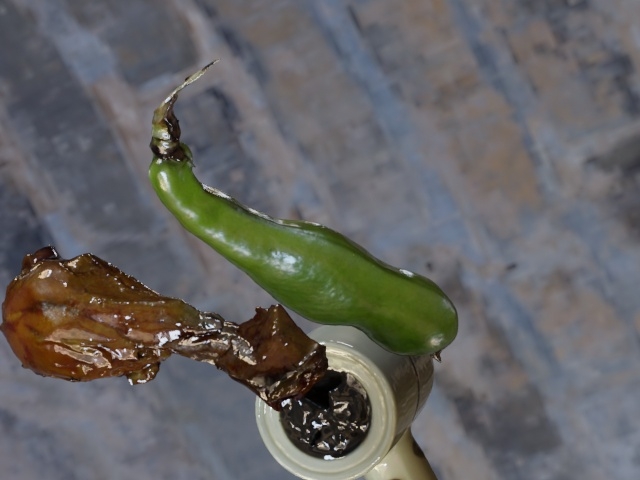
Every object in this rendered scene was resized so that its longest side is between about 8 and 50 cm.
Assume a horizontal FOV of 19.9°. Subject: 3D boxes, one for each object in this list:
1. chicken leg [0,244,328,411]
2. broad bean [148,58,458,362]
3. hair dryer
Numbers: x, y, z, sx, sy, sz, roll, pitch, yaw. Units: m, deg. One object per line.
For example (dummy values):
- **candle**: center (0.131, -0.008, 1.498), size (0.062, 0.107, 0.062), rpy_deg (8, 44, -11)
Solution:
- **chicken leg**: center (-0.135, 0.073, 1.483), size (0.093, 0.304, 0.113), rpy_deg (-22, 116, -61)
- **broad bean**: center (-0.009, 0.005, 1.240), size (0.318, 0.098, 0.056), rpy_deg (43, 32, -38)
- **hair dryer**: center (0.085, 0.237, 1.644), size (0.362, 0.128, 0.203), rpy_deg (60, 15, 0)
